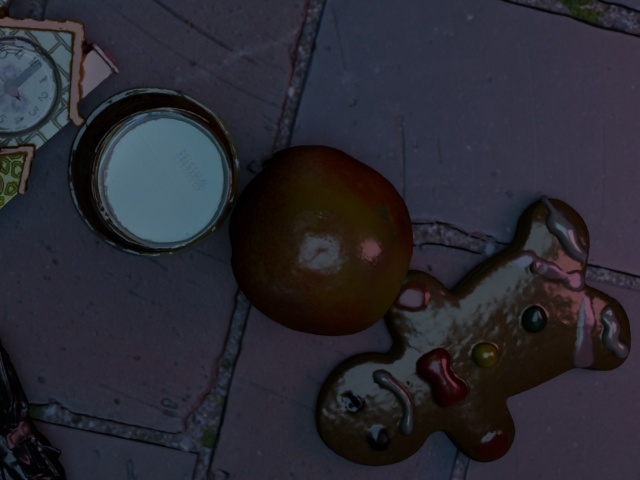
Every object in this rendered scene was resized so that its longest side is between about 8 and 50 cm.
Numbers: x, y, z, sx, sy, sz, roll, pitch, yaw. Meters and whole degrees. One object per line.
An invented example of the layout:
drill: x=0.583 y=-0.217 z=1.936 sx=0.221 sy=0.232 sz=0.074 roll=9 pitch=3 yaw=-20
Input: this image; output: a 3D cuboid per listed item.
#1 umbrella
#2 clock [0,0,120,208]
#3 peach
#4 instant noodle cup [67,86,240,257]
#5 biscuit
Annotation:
umbrella: x=-0.370 y=0.260 z=1.948 sx=0.118 sy=0.118 sz=0.340 roll=-31 pitch=107 yaw=-4
clock: x=-0.382 y=-0.179 z=1.879 sx=0.255 sy=0.106 sz=0.220 roll=-42 pitch=101 yaw=-2
peach: x=0.000 y=0.000 z=1.909 sx=0.231 sy=0.231 sz=0.231 roll=-1 pitch=97 yaw=-9
instant noodle cup: x=-0.195 y=-0.076 z=1.888 sx=0.215 sy=0.172 sz=0.216 roll=-1 pitch=96 yaw=-9
biscuit: x=0.192 y=0.153 z=2.035 sx=0.432 sy=0.064 sz=0.283 roll=-29 pitch=101 yaw=-5
